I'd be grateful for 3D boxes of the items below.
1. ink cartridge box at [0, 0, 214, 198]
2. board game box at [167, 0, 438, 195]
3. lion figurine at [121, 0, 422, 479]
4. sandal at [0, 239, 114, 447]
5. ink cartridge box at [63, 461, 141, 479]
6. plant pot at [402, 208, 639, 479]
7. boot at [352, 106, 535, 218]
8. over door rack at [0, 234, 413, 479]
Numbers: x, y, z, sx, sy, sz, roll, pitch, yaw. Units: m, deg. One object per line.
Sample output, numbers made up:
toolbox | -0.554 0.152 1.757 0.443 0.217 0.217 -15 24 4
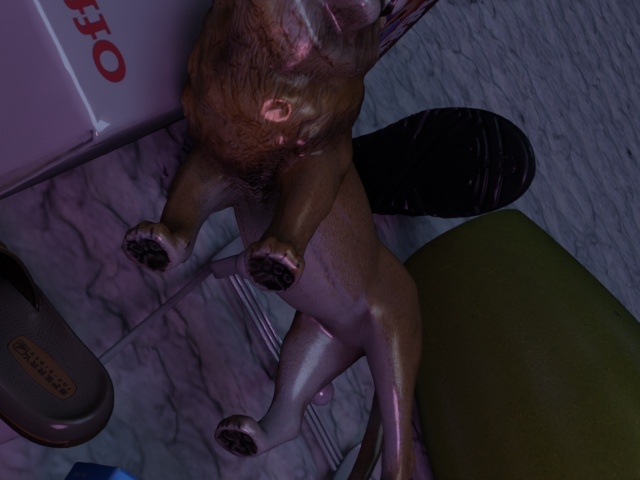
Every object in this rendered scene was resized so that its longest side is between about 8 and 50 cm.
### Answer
ink cartridge box | -0.149 -0.226 0.797 0.395 0.166 0.285 -36 103 -52
board game box | 0.001 -0.129 0.850 0.027 0.281 0.145 50 38 2
lion figurine | 0.000 0.000 0.717 0.240 0.142 0.392 -67 154 -45
sandal | -0.208 0.034 0.639 0.219 0.060 0.090 43 48 3
ink cartridge box | -0.137 0.259 0.612 0.134 0.078 0.231 40 65 -21
plant pot | 0.196 0.128 1.024 0.275 0.275 0.293 -3 61 -52
boot | 0.128 -0.069 1.016 0.207 0.246 0.094 -8 91 -50
over door rack | -0.054 0.141 0.796 0.324 0.108 0.239 -39 104 -52
